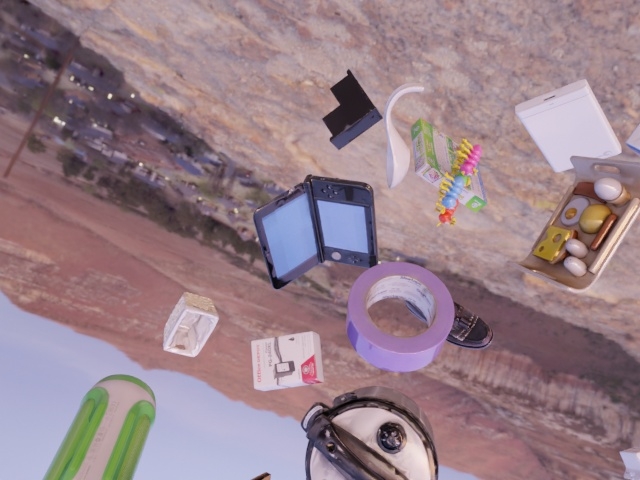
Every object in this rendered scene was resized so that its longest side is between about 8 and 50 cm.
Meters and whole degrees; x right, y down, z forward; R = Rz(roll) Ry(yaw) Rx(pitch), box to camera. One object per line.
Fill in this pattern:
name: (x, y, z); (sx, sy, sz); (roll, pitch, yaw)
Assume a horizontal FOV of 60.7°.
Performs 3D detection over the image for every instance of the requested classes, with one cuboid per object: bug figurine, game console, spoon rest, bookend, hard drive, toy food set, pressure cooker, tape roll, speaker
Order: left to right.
speaker: (-0.331, 0.333, 0.801); (0.131, 0.131, 0.296); (20, -156, -11)
game console: (0.000, 0.000, 1.379); (0.250, 0.173, 0.293); (10, 138, 20)
bookend: (0.067, -0.370, 1.552); (0.156, 0.157, 0.072); (60, -167, 22)
pressure cooker: (0.143, 0.606, 1.533); (0.369, 0.376, 0.420); (-8, 170, 8)
spoon rest: (0.195, -0.267, 1.403); (0.084, 0.276, 0.137); (7, -152, -4)
tape roll: (0.142, 0.137, 0.996); (0.188, 0.189, 0.080); (15, 145, 11)
bug figurine: (0.366, -0.147, 1.455); (0.072, 0.216, 0.279); (24, 176, 13)
hard drive: (0.863, -0.384, 1.896); (0.233, 0.047, 0.353); (-17, 139, 39)
toy food set: (0.569, -0.045, 1.235); (0.092, 0.306, 0.220); (31, -178, -21)

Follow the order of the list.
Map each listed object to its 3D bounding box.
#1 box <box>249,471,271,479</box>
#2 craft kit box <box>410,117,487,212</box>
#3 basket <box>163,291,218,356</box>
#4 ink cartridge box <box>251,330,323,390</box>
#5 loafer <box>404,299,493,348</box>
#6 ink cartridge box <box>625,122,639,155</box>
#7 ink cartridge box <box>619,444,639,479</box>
box: (-0.173, 0.624, 1.176); (0.021, 0.201, 0.164); (8, -177, 32)
craft kit box: (0.392, -0.235, 1.682); (0.246, 0.250, 0.061); (31, 128, -22)
basket: (-0.401, 0.254, 1.671); (0.113, 0.167, 0.103); (22, -159, -31)
ink cartridge box: (-0.076, 0.273, 1.231); (0.150, 0.109, 0.063); (-12, 159, 13)
loafer: (0.356, 0.217, 1.591); (0.302, 0.109, 0.095); (29, 167, 43)
ink cartridge box: (0.742, -0.216, 1.144); (0.231, 0.134, 0.078); (10, -153, -47)
ink cartridge box: (0.863, 0.578, 1.415); (0.143, 0.090, 0.092); (-16, 161, -4)
